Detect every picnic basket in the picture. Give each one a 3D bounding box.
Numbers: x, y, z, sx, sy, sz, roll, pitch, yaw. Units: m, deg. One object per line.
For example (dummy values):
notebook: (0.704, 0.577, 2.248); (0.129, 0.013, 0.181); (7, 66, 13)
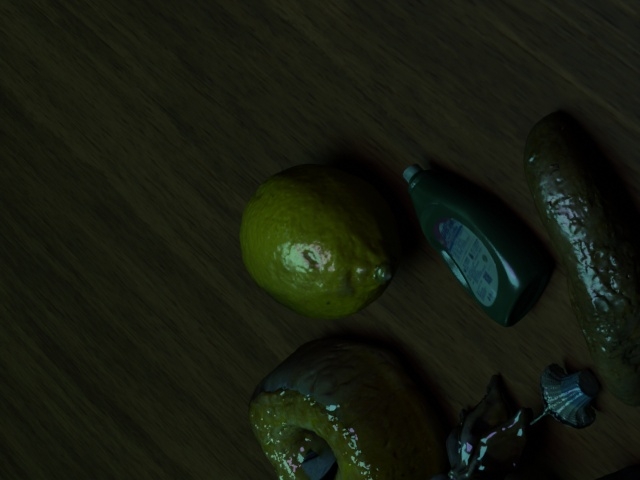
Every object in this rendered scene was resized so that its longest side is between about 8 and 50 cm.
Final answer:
picnic basket: (0.280, 0.181, 1.869); (0.083, 0.065, 0.083); (54, 133, 2)

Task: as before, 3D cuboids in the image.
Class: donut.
donut: (0.037, 0.269, 2.230); (0.299, 0.150, 0.317); (48, 148, 25)

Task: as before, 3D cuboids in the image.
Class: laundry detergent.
laundry detergent: (0.168, -0.003, 1.877); (0.211, 0.063, 0.137); (47, 154, 21)

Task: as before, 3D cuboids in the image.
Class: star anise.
star anise: (0.190, 0.307, 1.987); (0.088, 0.288, 0.288); (19, 151, -12)

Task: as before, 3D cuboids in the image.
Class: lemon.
lemon: (0.000, 0.000, 2.009); (0.257, 0.188, 0.188); (32, 141, 49)

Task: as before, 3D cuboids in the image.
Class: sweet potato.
sweet potato: (0.297, 0.034, 1.691); (0.114, 0.092, 0.341); (-134, 22, -74)

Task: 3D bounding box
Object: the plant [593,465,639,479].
plant: (0.285, 0.390, 1.784); (0.182, 0.321, 0.194); (10, 123, 55)
